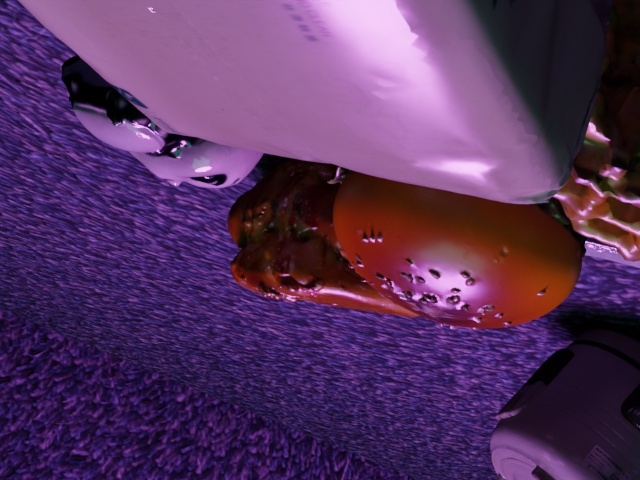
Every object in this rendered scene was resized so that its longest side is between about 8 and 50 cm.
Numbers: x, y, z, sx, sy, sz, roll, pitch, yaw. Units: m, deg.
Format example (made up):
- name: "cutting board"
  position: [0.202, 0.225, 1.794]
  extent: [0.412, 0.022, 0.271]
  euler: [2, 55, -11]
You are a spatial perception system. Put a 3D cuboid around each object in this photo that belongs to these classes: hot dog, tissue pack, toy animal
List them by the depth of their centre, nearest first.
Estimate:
- name: "tissue pack"
  position: [-0.029, -0.196, 0.709]
  extent: [0.297, 0.207, 0.380]
  euler: [10, 161, 31]
- name: "toy animal"
  position: [-0.116, -0.114, 1.186]
  extent: [0.166, 0.138, 0.179]
  euler: [27, 167, 41]
- name: "hot dog"
  position: [0.000, 0.000, 1.408]
  extent: [0.256, 0.150, 0.153]
  euler: [6, 168, 39]

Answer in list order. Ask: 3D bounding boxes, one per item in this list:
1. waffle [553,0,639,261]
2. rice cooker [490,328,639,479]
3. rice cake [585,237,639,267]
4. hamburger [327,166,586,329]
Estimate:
- name: "waffle"
  position: [0.283, -0.071, 0.868]
  extent: [0.324, 0.151, 0.261]
  euler: [7, 156, 41]
- name: "rice cooker"
  position: [0.332, 0.226, 1.584]
  extent: [0.226, 0.244, 0.226]
  euler: [43, 162, 18]
- name: "rice cake"
  position: [0.253, -0.002, 1.309]
  extent: [0.170, 0.029, 0.033]
  euler: [13, 156, 17]
- name: "hamburger"
  position: [0.120, -0.012, 1.186]
  extent: [0.246, 0.170, 0.246]
  euler: [17, 160, 6]
